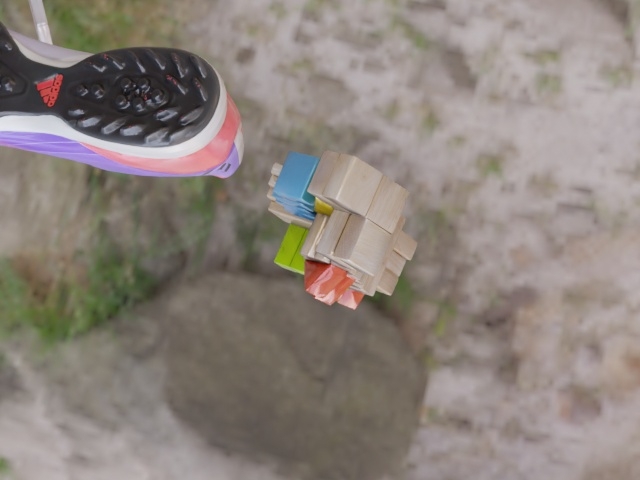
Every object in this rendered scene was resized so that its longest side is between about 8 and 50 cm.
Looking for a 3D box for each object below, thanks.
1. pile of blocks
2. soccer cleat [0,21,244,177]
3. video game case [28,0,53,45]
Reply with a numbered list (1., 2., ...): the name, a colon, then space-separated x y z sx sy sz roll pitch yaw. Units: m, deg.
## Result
1. pile of blocks: 0.000 0.000 1.806 0.149 0.113 0.362 22 172 8
2. soccer cleat: -0.211 -0.103 1.486 0.318 0.109 0.116 9 160 19
3. video game case: -0.247 -0.211 1.644 0.011 0.122 0.087 -14 155 -7
